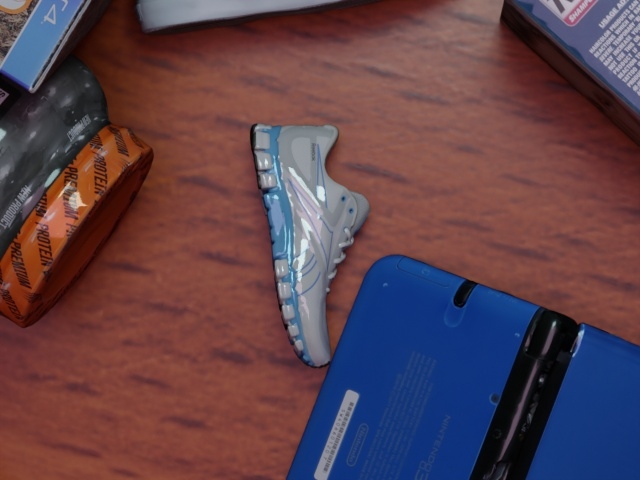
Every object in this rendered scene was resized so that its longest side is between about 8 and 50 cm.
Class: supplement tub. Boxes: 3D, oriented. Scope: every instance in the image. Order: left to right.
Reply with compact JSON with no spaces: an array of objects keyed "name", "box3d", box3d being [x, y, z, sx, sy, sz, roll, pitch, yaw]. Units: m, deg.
[{"name":"supplement tub","box3d":[-0.303,-0.098,1.413,0.338,0.207,0.207,36,90,3]}]

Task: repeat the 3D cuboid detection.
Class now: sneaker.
[{"name":"sneaker","box3d":[-0.018,-0.217,1.459,0.258,0.094,0.091,-8,93,3]},{"name":"sneaker","box3d":[0.000,0.000,1.467,0.083,0.071,0.190,-9,88,-3]}]

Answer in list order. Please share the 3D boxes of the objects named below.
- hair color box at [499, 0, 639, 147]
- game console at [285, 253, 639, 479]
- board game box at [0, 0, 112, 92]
[{"name":"hair color box","box3d":[0.290,-0.090,1.401,0.347,0.174,0.105,43,92,3]},{"name":"game console","box3d":[0.127,0.191,1.476,0.250,0.173,0.293,21,89,34]},{"name":"board game box","box3d":[-0.261,-0.261,1.335,0.291,0.232,0.141,33,108,-6]}]
